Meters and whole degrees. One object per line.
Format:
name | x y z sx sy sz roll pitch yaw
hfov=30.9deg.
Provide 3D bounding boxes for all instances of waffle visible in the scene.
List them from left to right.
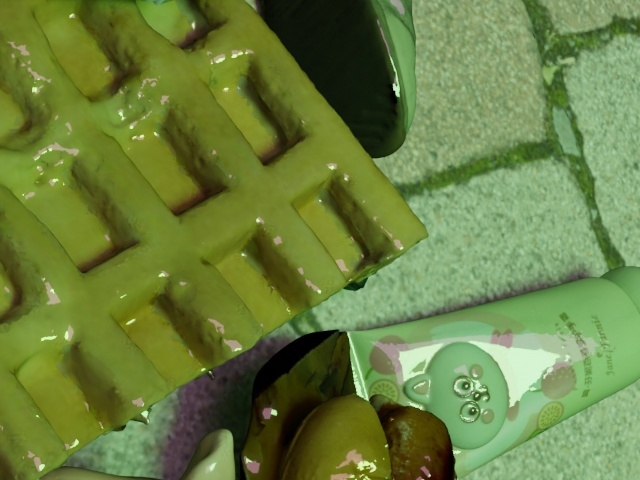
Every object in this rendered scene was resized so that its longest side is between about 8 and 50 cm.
waffle | -0.140 -0.043 0.706 0.348 0.077 0.304 -32 83 -36

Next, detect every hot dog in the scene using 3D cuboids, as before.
hot dog | 0.044 0.226 0.750 0.194 0.107 0.326 -22 104 -59

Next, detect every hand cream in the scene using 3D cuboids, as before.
hand cream | 0.155 0.100 0.920 0.306 0.093 0.147 -18 94 -25

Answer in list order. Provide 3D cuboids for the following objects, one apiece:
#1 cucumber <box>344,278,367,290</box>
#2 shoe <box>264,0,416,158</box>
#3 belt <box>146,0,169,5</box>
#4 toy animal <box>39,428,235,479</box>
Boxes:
cucumber | 0.000 0.000 0.848 0.105 0.048 0.048 40 62 -22
shoe | 0.022 -0.196 0.871 0.098 0.103 0.275 -8 88 -48
belt | -0.135 -0.369 0.719 0.300 0.173 0.436 -9 78 -31
toy animal | -0.158 0.209 0.638 0.250 0.154 0.166 -17 133 -35
